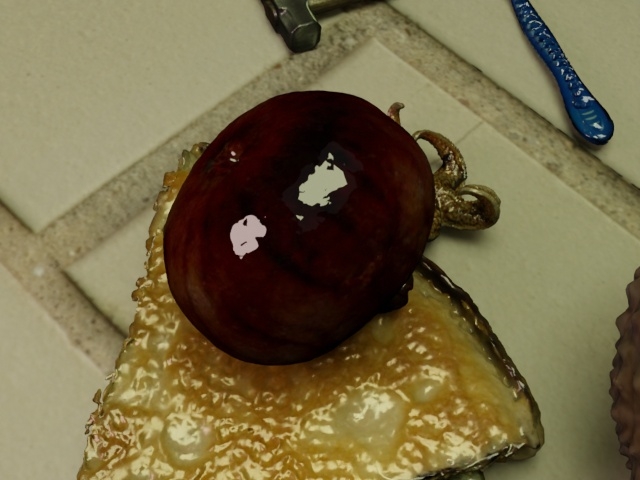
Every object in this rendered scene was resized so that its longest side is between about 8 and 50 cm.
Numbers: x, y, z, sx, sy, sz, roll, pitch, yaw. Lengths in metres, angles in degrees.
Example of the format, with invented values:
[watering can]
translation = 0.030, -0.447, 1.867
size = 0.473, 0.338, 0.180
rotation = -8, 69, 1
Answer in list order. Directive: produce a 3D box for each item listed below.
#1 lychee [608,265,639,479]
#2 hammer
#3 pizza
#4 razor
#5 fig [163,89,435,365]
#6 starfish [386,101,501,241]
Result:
[lychee]
translation = 0.418, 0.098, 0.836
size = 0.380, 0.432, 0.380
rotation = 22, 50, -28
[hammer]
translation = 0.104, -0.316, 1.293
size = 0.366, 0.043, 0.111
rotation = -19, 59, -18
[pizza]
translation = 0.009, 0.108, 0.980
size = 0.392, 0.080, 0.434
rotation = 9, 58, 2
[razor]
translation = 0.255, -0.237, 1.242
size = 0.093, 0.056, 0.324
rotation = -17, 66, -6
[fig]
translation = -0.011, -0.009, 0.887
size = 0.235, 0.235, 0.214
rotation = -31, 101, -22
[starfish]
translation = 0.088, -0.067, 1.093
size = 0.146, 0.074, 0.190
rotation = -7, 42, -22
